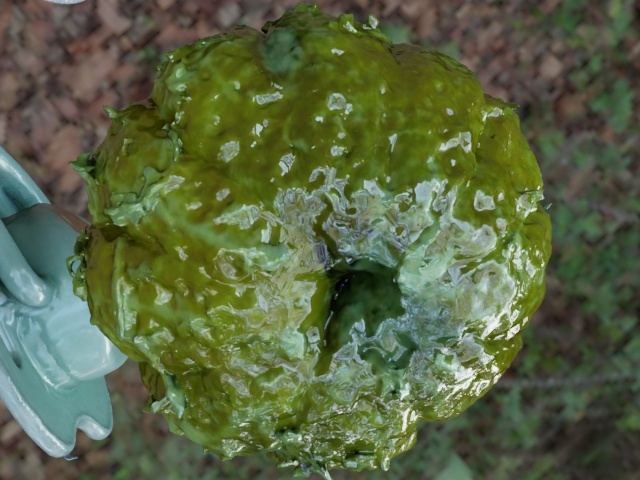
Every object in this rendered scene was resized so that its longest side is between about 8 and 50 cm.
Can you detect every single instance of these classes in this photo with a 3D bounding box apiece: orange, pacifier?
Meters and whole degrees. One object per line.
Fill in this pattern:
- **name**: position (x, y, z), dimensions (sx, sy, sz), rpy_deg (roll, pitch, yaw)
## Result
- **orange**: position (0.000, 0.000, 1.076), dimensions (0.300, 0.223, 0.301), rpy_deg (-33, 111, 4)
- **pacifier**: position (-0.292, 0.063, 1.415), dimensions (0.269, 0.288, 0.343), rpy_deg (-23, 175, 1)

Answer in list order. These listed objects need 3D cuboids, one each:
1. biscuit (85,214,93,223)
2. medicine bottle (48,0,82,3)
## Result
- **biscuit**: position (-0.096, -0.023, 2.263), dimensions (0.446, 0.429, 0.104), rpy_deg (-22, 120, -42)
- **medicine bottle**: position (-0.131, -0.273, 1.153), dimensions (0.147, 0.147, 0.247), rpy_deg (-8, 151, -47)
